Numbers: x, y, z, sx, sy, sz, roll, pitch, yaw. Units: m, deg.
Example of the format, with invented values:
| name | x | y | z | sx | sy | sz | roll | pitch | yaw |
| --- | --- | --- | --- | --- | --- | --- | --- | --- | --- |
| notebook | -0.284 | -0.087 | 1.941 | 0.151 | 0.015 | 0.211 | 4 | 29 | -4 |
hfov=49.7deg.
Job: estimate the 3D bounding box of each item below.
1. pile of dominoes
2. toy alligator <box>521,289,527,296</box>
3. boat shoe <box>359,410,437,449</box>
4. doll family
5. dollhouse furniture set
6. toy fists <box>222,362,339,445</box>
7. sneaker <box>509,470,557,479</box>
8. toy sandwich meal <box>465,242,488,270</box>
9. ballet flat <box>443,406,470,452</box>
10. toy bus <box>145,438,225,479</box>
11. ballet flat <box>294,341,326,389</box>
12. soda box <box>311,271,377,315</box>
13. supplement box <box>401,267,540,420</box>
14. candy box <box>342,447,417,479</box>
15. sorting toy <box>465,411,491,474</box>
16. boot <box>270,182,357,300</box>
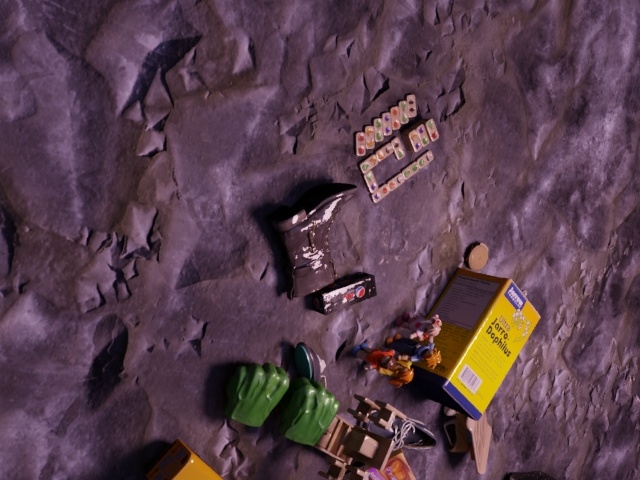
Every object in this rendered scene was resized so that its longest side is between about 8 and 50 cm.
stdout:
| name | x | y | z | sx | sy | sz | roll | pitch | yaw |
| --- | --- | --- | --- | --- | --- | --- | --- | --- | --- |
| pile of dominoes | 0.201 | -0.241 | 1.790 | 0.251 | 0.040 | 0.196 | -38 | 118 | -25 |
| toy alligator | 0.607 | 0.230 | 2.151 | 0.189 | 0.051 | 0.056 | -49 | 122 | -18 |
| boat shoe | 0.219 | 0.534 | 1.916 | 0.255 | 0.079 | 0.095 | 27 | 88 | -34 |
| doll family | 0.227 | 0.301 | 1.828 | 0.263 | 0.163 | 0.118 | -31 | 114 | -27 |
| dollhouse furniture set | 0.095 | 0.509 | 1.718 | 0.161 | 0.242 | 0.212 | 39 | 69 | -33 |
| toy fists | -0.089 | 0.373 | 1.630 | 0.279 | 0.096 | 0.142 | 25 | 103 | -18 |
| sneaker | 0.712 | 0.855 | 2.325 | 0.283 | 0.107 | 0.124 | 17 | 103 | -32 |
| toy sandwich meal | 0.459 | 0.046 | 2.031 | 0.086 | 0.029 | 0.085 | -10 | 108 | -32 |
| ballet flat | 0.401 | 0.528 | 2.051 | 0.073 | 0.080 | 0.232 | -8 | 102 | -3 |
| toy bus | -0.246 | 0.590 | 1.568 | 0.108 | 0.130 | 0.332 | -48 | 121 | -19 |
| ballet flat | -0.019 | 0.336 | 1.722 | 0.074 | 0.074 | 0.203 | -17 | 110 | -32 |
| soda box | 0.061 | 0.133 | 1.749 | 0.169 | 0.053 | 0.060 | -17 | 108 | -31 |
| supplement box | 0.415 | 0.283 | 1.938 | 0.195 | 0.194 | 0.356 | 46 | 72 | -31 |
| candy box | 0.157 | 0.646 | 1.842 | 0.187 | 0.053 | 0.109 | -27 | 90 | 1 |
| sorting toy | 0.468 | 0.558 | 2.068 | 0.193 | 0.038 | 0.208 | -61 | 140 | -50 |
| boot | 0.000 | 0.000 | 1.676 | 0.263 | 0.091 | 0.228 | -30 | 119 | -23 |
